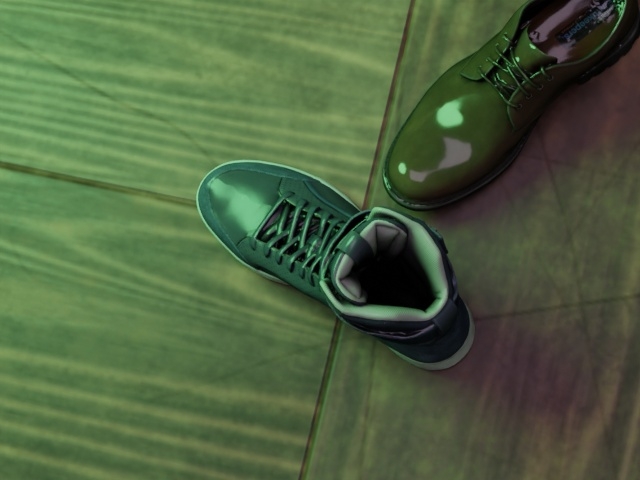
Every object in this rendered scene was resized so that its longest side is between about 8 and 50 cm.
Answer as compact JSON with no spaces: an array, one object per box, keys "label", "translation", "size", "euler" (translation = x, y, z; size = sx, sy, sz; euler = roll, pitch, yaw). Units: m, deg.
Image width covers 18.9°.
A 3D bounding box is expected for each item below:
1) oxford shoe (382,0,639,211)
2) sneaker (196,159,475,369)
[{"label":"oxford shoe","translation":[0.128,-0.113,1.345],"size":[0.227,0.096,0.083],"euler":[-45,78,-1]},{"label":"sneaker","translation":[0.002,-0.001,1.304],"size":[0.226,0.163,0.086],"euler":[31,85,14]}]
